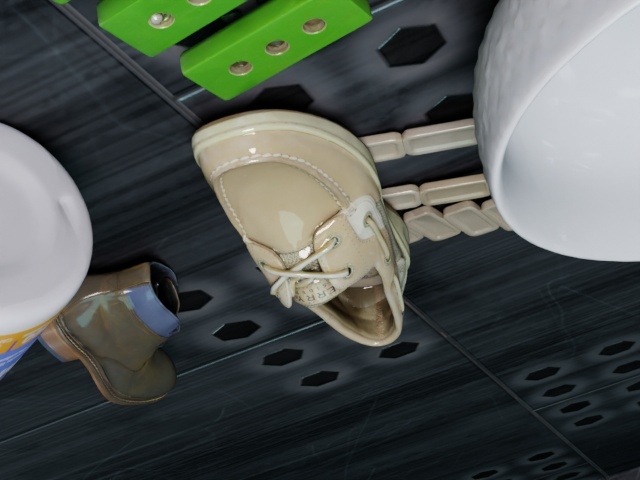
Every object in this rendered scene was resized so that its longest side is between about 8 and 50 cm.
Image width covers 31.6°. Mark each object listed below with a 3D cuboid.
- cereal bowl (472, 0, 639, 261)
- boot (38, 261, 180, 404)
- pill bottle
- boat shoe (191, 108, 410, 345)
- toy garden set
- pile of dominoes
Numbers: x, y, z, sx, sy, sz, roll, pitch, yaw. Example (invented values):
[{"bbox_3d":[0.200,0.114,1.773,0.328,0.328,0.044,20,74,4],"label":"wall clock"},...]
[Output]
[{"bbox_3d":[0.248,-0.129,0.673,0.339,0.141,0.339,-8,151,-5],"label":"cereal bowl"},{"bbox_3d":[-0.150,0.084,0.981,0.106,0.082,0.219,-18,152,14],"label":"boot"},{"bbox_3d":[-0.275,0.047,0.768,0.152,0.152,0.272,6,147,-35],"label":"pill bottle"},{"bbox_3d":[0.000,0.000,0.850,0.109,0.098,0.302,-12,154,17],"label":"boat shoe"},{"bbox_3d":[-0.047,-0.177,0.556,0.203,0.049,0.244,-25,151,26],"label":"toy garden set"},{"bbox_3d":[0.142,-0.063,0.908,0.251,0.040,0.196,-8,155,8],"label":"pile of dominoes"}]
